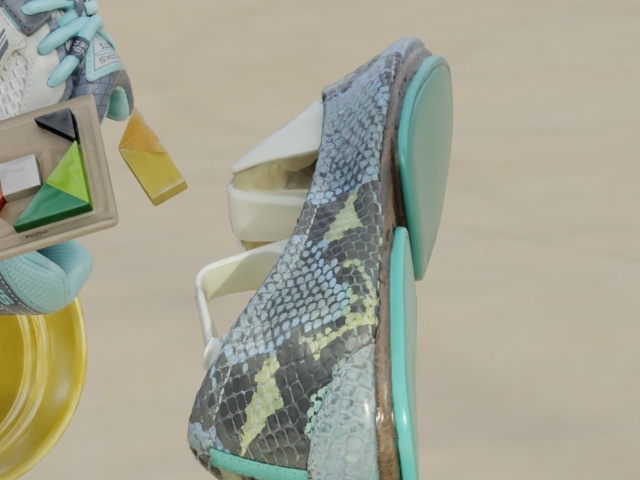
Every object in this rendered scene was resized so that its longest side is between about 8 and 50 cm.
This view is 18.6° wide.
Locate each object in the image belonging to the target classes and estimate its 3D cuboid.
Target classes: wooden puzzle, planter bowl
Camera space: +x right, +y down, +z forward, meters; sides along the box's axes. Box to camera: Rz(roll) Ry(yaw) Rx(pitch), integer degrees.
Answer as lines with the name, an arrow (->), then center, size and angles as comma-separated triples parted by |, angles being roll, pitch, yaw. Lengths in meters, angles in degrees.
wooden puzzle -> -0.117, -0.025, 0.780 | 0.116, 0.014, 0.078 | -22, 53, -1
planter bowl -> -0.277, 0.075, 1.341 | 0.217, 0.217, 0.090 | -17, -5, -34

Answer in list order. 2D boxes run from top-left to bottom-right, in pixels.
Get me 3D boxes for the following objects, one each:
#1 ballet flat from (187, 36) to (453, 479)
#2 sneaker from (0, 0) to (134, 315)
ballet flat -> 0.000, 0.000, 0.530 | 0.070, 0.070, 0.188 | -4, 30, 10
sneaker -> -0.135, -0.100, 0.873 | 0.122, 0.283, 0.110 | 12, 16, 20
